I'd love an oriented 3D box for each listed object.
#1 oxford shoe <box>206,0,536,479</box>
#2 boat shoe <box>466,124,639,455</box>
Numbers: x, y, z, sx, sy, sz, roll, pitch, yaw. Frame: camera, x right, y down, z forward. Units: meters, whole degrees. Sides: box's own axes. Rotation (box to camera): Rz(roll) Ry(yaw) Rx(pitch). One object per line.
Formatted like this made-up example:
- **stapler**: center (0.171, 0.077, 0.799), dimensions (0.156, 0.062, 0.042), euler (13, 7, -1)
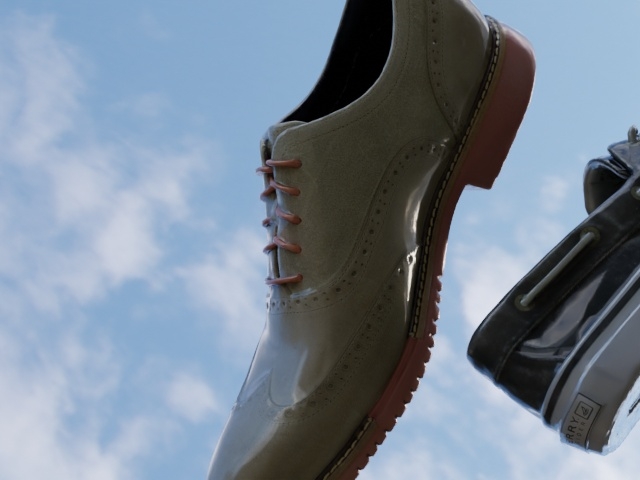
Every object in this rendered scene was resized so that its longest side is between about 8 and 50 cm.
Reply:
- **oxford shoe**: center (0.000, 0.000, 0.970), dimensions (0.146, 0.140, 0.397), euler (34, -113, -29)
- **boat shoe**: center (0.215, -0.020, 0.936), dimensions (0.335, 0.119, 0.121), euler (-44, -24, -30)
